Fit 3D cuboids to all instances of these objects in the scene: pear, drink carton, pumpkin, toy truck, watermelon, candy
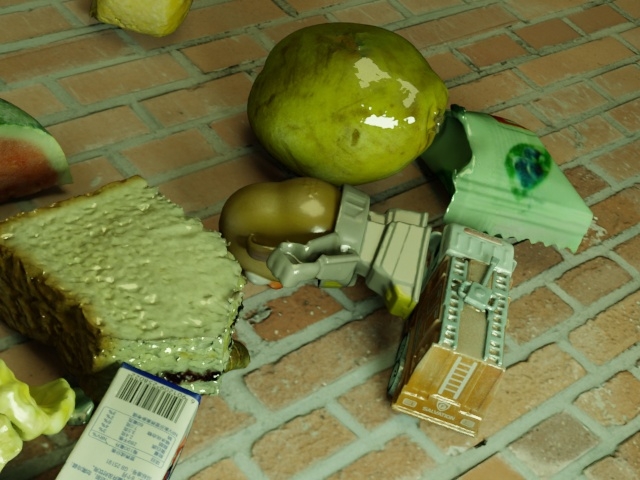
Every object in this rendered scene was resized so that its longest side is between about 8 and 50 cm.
[{"bbox_3d":[0.039,-0.207,1.957,0.321,0.269,0.269,19,32,35],"label":"pear"},{"bbox_3d":[-0.236,0.289,1.378,0.106,0.131,0.315,22,39,1],"label":"drink carton"},{"bbox_3d":[-0.126,0.146,1.669,0.083,0.028,0.050,-11,49,-40],"label":"pumpkin"},{"bbox_3d":[0.191,0.105,1.760,0.136,0.162,0.305,20,40,-4],"label":"toy truck"},{"bbox_3d":[-0.477,-0.125,1.718,0.256,0.176,0.260,5,22,46],"label":"watermelon"},{"bbox_3d":[0.261,-0.133,2.093,0.262,0.172,0.398,18,19,-22],"label":"candy"}]

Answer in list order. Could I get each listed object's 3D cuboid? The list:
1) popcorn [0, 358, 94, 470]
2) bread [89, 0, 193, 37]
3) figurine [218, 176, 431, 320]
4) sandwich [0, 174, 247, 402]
[{"bbox_3d":[-0.417,0.203,1.286,0.293,0.237,0.293,-15,44,14],"label":"popcorn"},{"bbox_3d":[-0.288,-0.434,2.118,0.170,0.197,0.197,8,42,-8],"label":"bread"},{"bbox_3d":[0.000,-0.001,1.772,0.284,0.167,0.342,15,-4,-5],"label":"figurine"},{"bbox_3d":[-0.235,0.070,1.597,0.325,0.131,0.262,35,39,28],"label":"sandwich"}]
